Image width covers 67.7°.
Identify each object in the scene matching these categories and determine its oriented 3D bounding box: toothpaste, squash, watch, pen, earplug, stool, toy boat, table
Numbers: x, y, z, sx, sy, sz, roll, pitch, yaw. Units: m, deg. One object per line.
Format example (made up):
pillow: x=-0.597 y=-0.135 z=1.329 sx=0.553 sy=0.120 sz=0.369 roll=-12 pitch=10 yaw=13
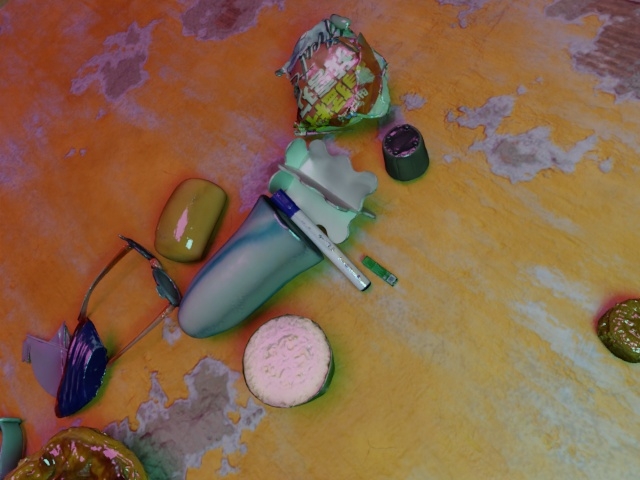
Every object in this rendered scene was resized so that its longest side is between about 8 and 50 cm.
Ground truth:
toothpaste: x=0.120 y=0.061 z=0.967 sx=0.083 sy=0.017 sz=0.020 roll=37 pitch=87 yaw=31
squash: x=-0.046 y=0.232 z=0.894 sx=0.170 sy=0.123 sz=0.170 roll=-9 pitch=63 yaw=18
watch: x=-0.775 y=0.515 z=1.091 sx=0.237 sy=0.068 sz=0.195 roll=-49 pitch=57 yaw=0
pen: x=0.000 y=0.000 z=0.964 sx=0.033 sy=0.033 sz=0.269 roll=-43 pitch=88 yaw=-1
earplug: x=-0.171 y=0.077 z=0.991 sx=0.324 sy=0.185 sz=0.185 roll=-42 pitch=59 yaw=4
stool: x=0.176 y=-0.184 z=1.001 sx=0.096 sy=0.110 sz=0.096 roll=-6 pitch=65 yaw=14
toy boat: x=-0.621 y=0.304 z=1.118 sx=0.318 sy=0.072 sz=0.219 roll=-17 pitch=72 yaw=25
table: x=0.015 y=-0.104 z=1.001 sx=0.198 sy=0.166 sz=0.166 roll=38 pitch=84 yaw=30

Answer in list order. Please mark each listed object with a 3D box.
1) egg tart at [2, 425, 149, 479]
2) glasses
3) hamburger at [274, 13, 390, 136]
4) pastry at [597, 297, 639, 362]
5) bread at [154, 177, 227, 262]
egg tart: x=-0.460 y=0.538 z=0.902 sx=0.339 sy=0.153 sz=0.351 roll=37 pitch=83 yaw=30
glasses: x=-0.465 y=0.144 z=1.104 sx=0.268 sy=0.118 sz=0.234 roll=-45 pitch=62 yaw=-1
hamburger: x=0.043 y=-0.379 z=1.140 sx=0.261 sy=0.150 sz=0.276 roll=-23 pitch=75 yaw=30
pastry: x=0.503 y=0.144 z=0.758 sx=0.109 sy=0.057 sz=0.097 roll=-3 pitch=61 yaw=18
bread: x=-0.321 y=-0.055 z=1.150 sx=0.147 sy=0.098 sz=0.217 roll=8 pitch=72 yaw=21
